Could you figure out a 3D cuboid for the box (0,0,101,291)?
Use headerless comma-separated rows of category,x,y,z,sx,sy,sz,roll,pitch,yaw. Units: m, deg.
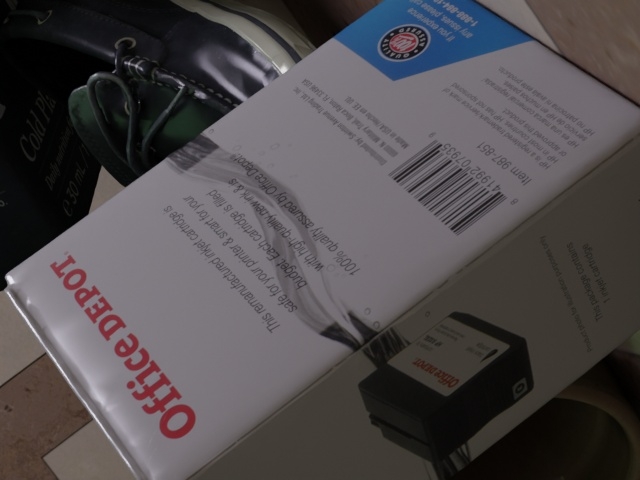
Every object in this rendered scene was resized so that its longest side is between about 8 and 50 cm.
box,-0.424,-0.231,1.548,0.472,0.297,0.480,56,-160,-28

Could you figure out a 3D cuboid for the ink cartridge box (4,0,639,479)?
ink cartridge box,0.014,0.021,0.935,0.223,0.307,0.129,44,168,48

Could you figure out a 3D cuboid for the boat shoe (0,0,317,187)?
boat shoe,-0.091,-0.094,1.277,0.500,0.156,0.187,38,167,44

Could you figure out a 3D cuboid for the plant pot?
plant pot,0.080,0.110,1.283,0.263,0.263,0.229,63,-176,-50
